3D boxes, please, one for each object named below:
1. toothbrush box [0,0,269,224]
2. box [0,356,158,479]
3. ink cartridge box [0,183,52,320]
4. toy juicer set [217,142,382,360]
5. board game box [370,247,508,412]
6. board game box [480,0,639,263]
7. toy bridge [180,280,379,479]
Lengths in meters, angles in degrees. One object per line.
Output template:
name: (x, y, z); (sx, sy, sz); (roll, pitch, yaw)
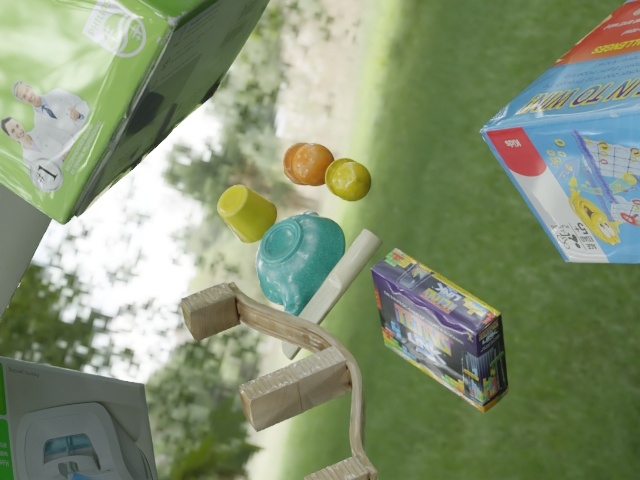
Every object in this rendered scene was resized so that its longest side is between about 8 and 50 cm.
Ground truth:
toothbrush box: (-0.174, -0.163, 0.677); (0.122, 0.283, 0.206); (-58, -2, 28)
box: (-0.258, 0.231, 1.169); (0.262, 0.127, 0.231); (24, -129, -57)
ink cartridge box: (-0.314, -0.065, 1.016); (0.117, 0.278, 0.201); (16, -73, -48)
toy juicer set: (0.000, 0.000, 1.804); (0.209, 0.089, 0.329); (-39, 42, 9)
board game box: (0.140, 0.105, 1.633); (0.048, 0.170, 0.141); (-38, -42, -23)
board game box: (0.271, -0.114, 0.609); (0.302, 0.086, 0.308); (-41, 16, -19)
toy bridge: (-0.011, 0.078, 0.738); (0.188, 0.063, 0.026); (48, 153, 49)
